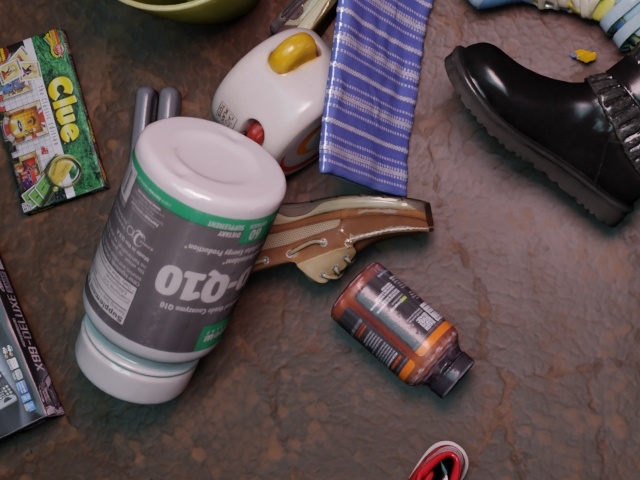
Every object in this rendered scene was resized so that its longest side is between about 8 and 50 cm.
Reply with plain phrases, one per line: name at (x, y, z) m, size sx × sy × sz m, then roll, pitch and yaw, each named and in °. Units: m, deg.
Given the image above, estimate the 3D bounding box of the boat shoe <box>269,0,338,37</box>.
boat shoe at (0.008, -0.377, 1.811) m, size 0.073 × 0.080 × 0.223 m, roll 36°, pitch 95°, yaw 6°

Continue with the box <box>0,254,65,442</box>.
box at (-0.550, 0.168, 1.845) m, size 0.242 × 0.076 × 0.307 m, roll -25°, pitch 81°, yaw 6°

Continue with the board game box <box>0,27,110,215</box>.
board game box at (-0.417, -0.180, 1.887) m, size 0.136 × 0.030 × 0.260 m, roll -19°, pitch 81°, yaw 5°

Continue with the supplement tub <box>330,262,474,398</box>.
supplement tub at (0.116, 0.129, 1.723) m, size 0.198 × 0.106 × 0.106 m, roll 42°, pitch 92°, yaw 11°

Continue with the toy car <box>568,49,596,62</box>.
toy car at (0.338, -0.220, 1.770) m, size 0.122 × 0.060 × 0.040 m, roll -34°, pitch 35°, yaw -12°

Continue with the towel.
towel at (0.083, -0.238, 1.704) m, size 0.040 × 0.243 × 0.336 m, roll 6°, pitch 86°, yaw 29°

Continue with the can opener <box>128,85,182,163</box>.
can opener at (-0.252, -0.092, 1.822) m, size 0.074 × 0.093 × 0.280 m, roll 5°, pitch 80°, yaw 11°

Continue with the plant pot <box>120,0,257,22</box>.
plant pot at (-0.168, -0.410, 1.735) m, size 0.275 × 0.293 × 0.275 m, roll -1°, pitch 83°, yaw 10°

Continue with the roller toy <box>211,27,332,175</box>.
roller toy at (-0.050, -0.196, 1.740) m, size 0.191 × 0.209 × 0.146 m, roll -43°, pitch 78°, yaw 12°

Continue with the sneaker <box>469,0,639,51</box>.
sneaker at (0.366, -0.334, 1.723) m, size 0.319 × 0.127 × 0.208 m, roll -18°, pitch 80°, yaw 8°

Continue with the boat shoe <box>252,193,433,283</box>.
boat shoe at (0.000, 0.000, 1.759) m, size 0.324 × 0.122 × 0.120 m, roll -5°, pitch 89°, yaw 18°

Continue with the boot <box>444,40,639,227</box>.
boot at (0.365, -0.209, 1.646) m, size 0.348 × 0.131 × 0.260 m, roll 37°, pitch 116°, yaw -11°

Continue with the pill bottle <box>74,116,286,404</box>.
pill bottle at (-0.199, 0.033, 1.673) m, size 0.204 × 0.204 × 0.361 m, roll 32°, pitch 122°, yaw 11°

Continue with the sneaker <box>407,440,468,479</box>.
sneaker at (0.118, 0.367, 1.684) m, size 0.087 × 0.128 × 0.221 m, roll 29°, pitch 88°, yaw 12°
